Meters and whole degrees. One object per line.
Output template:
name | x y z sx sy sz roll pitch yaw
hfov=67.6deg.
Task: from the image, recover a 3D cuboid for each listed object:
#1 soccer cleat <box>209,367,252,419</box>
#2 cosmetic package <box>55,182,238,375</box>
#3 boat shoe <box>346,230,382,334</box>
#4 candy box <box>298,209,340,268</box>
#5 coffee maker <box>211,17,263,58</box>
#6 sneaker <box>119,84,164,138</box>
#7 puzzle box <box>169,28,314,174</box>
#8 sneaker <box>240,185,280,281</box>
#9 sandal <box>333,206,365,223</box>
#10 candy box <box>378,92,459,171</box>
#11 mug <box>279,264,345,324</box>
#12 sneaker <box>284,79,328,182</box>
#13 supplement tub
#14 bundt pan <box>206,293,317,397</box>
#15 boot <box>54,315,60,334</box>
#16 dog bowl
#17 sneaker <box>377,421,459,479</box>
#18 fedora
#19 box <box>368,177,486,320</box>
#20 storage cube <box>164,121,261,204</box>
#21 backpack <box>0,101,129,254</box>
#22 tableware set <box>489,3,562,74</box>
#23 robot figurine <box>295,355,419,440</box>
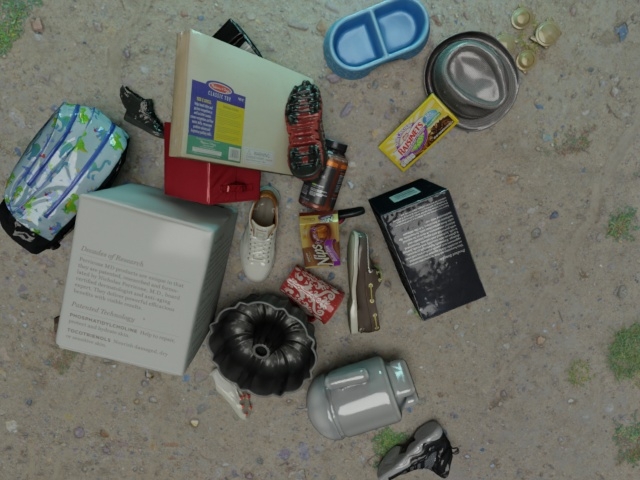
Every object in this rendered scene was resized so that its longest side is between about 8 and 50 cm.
soccer cleat | -0.283 0.483 1.517 0.076 0.068 0.196 -20 101 20
cosmetic package | -0.443 0.083 1.288 0.328 0.329 0.393 15 102 -2
boat shoe | 0.130 0.125 1.405 0.097 0.116 0.323 -2 107 -4
candy box | 0.000 0.000 1.361 0.109 0.053 0.186 -3 135 1
coffee maker | -0.268 -0.492 1.264 0.178 0.120 0.171 -40 99 8
sneaker | -0.484 -0.355 1.331 0.170 0.051 0.089 26 106 -2
puzzle box | -0.174 -0.312 1.171 0.052 0.409 0.271 9 94 39
sneaker | -0.179 -0.008 1.372 0.106 0.123 0.289 7 104 -3
sandal | 0.043 -0.060 1.388 0.180 0.067 0.040 -10 114 0
candy box | 0.268 -0.294 1.321 0.105 0.027 0.206 44 118 -6
mug | -0.038 0.169 1.417 0.169 0.113 0.150 35 99 -4
sneaker | -0.034 -0.270 1.234 0.098 0.135 0.275 -4 75 8
supplement tub | 0.014 -0.183 1.338 0.106 0.106 0.197 18 102 -3
bundt pan | -0.161 0.297 1.419 0.332 0.124 0.330 3 112 9
boot | -0.766 0.267 1.484 0.119 0.042 0.086 -12 109 4
dog bowl | 0.152 -0.544 1.271 0.298 0.074 0.165 -21 102 4
sneaker | 0.320 0.719 1.538 0.269 0.101 0.153 -42 96 6
fedora | 0.410 -0.422 1.265 0.244 0.124 0.275 -38 100 13
box | 0.275 0.008 1.283 0.183 0.296 0.293 -22 102 5
storage cube | -0.281 -0.208 1.261 0.215 0.184 0.192 13 106 37
backpack | -0.664 -0.184 1.258 0.356 0.290 0.273 -34 118 2
tableware set | 0.554 -0.543 1.294 0.141 0.020 0.168 35 103 -4
robot figurine | 0.109 0.474 1.437 0.354 0.199 0.299 -19 131 4
